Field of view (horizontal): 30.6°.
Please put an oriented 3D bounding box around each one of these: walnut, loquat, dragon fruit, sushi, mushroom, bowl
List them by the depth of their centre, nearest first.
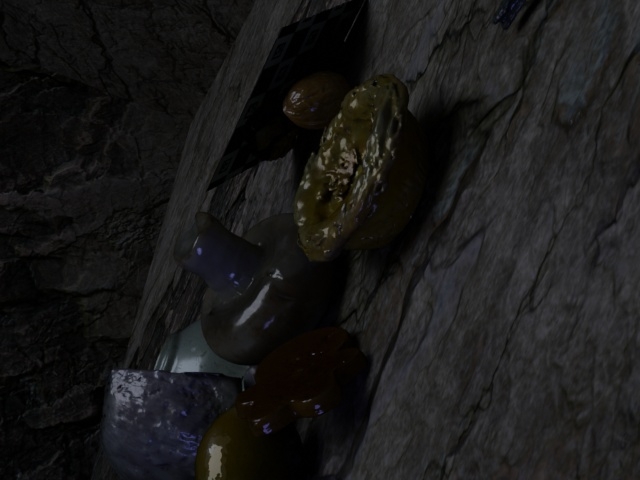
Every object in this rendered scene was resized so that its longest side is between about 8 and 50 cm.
[{"bbox_3d":[-0.091,0.289,1.517,0.152,0.152,0.195,-46,24,59],"label":"loquat"},{"bbox_3d":[-0.105,0.052,1.710,0.243,0.243,0.243,-160,90,-76],"label":"mushroom"},{"bbox_3d":[-0.219,0.295,1.737,0.283,0.221,0.204,132,143,-79],"label":"dragon fruit"},{"bbox_3d":[-0.006,-0.240,2.009,0.105,0.124,0.105,165,90,-75],"label":"walnut"},{"bbox_3d":[-0.219,0.241,2.088,0.313,0.146,0.313,-160,90,-75],"label":"bowl"},{"bbox_3d":[-0.037,-0.256,2.141,0.343,0.064,0.359,-36,-22,-57],"label":"sushi"}]

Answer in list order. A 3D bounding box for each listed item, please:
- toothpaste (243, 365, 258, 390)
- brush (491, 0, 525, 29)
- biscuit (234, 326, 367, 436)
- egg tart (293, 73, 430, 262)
[{"bbox_3d":[-0.083,0.260,1.736,0.099,0.068,0.282,83,-174,-52],"label":"toothpaste"},{"bbox_3d":[0.268,-0.349,1.248,0.070,0.051,0.323,-88,22,-45],"label":"brush"},{"bbox_3d":[-0.023,0.174,1.482,0.180,0.039,0.236,-23,17,13],"label":"biscuit"},{"bbox_3d":[0.062,-0.087,1.531,0.288,0.118,0.288,-158,90,-77],"label":"egg tart"}]
